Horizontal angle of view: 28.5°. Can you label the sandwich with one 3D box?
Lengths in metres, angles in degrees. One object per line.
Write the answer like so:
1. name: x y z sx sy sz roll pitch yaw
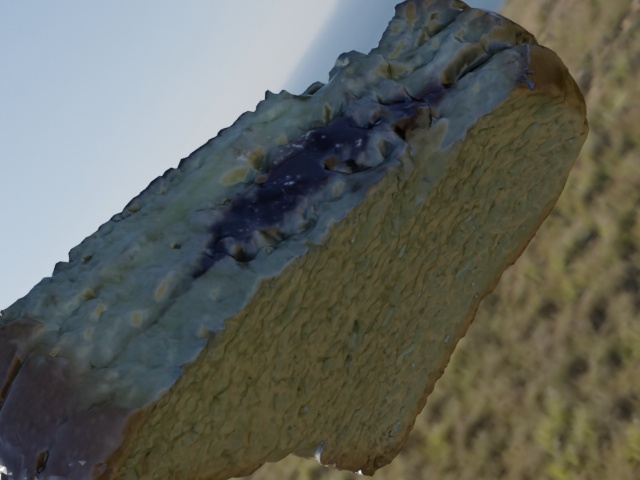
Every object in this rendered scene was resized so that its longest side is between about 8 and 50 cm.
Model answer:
1. sandwich: -0.004 -0.002 0.579 0.288 0.100 0.254 6 -63 -59
